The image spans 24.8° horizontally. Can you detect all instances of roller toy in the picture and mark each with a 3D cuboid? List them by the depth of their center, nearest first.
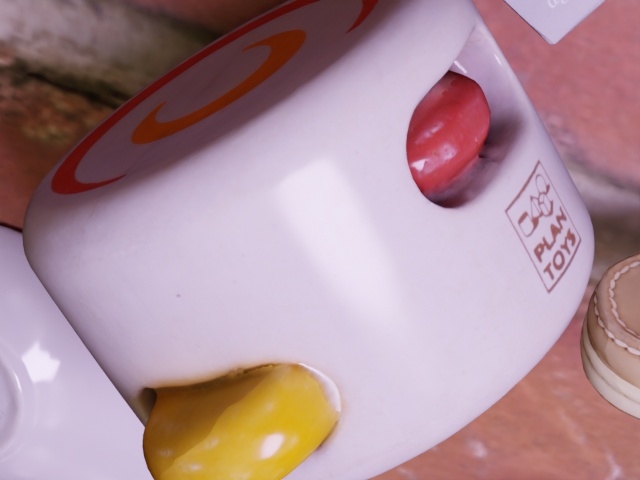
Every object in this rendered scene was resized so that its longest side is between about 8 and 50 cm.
[{"bbox_3d":[0.000,0.000,0.555,0.191,0.209,0.146,-33,108,-3],"label":"roller toy"}]

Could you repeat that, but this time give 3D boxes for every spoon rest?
[{"bbox_3d":[-0.123,0.114,0.728,0.137,0.084,0.276,-33,92,26],"label":"spoon rest"}]

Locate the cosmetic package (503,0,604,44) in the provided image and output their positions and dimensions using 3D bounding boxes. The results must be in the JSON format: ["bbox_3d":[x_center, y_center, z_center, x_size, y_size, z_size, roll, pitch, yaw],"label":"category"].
[{"bbox_3d":[0.089,-0.161,0.424,0.107,0.238,0.127,42,120,-9],"label":"cosmetic package"}]

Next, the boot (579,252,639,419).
[{"bbox_3d":[0.217,-0.024,0.480,0.261,0.095,0.203,-1,134,11],"label":"boot"}]
